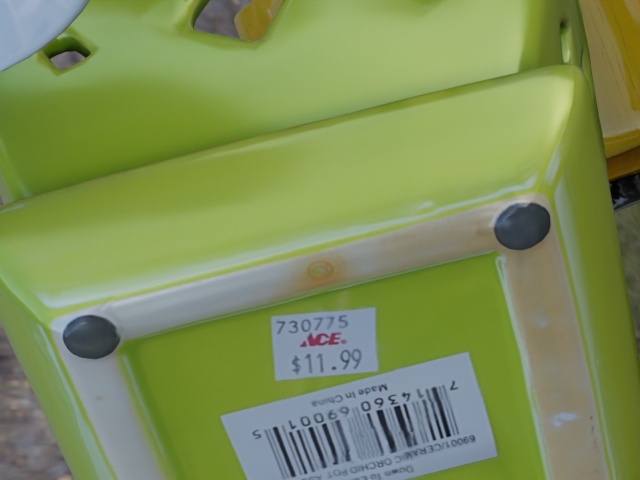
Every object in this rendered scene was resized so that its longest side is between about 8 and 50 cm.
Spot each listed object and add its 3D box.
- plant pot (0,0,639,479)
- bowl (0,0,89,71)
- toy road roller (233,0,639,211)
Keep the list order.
[{"bbox_3d":[0.000,0.000,0.666,0.228,0.227,0.207,-14,39,3],"label":"plant pot"},{"bbox_3d":[-0.177,-0.173,0.475,0.297,0.298,0.134,8,62,14],"label":"bowl"},{"bbox_3d":[0.131,-0.107,1.156,0.329,0.240,0.203,-19,85,-30],"label":"toy road roller"}]
